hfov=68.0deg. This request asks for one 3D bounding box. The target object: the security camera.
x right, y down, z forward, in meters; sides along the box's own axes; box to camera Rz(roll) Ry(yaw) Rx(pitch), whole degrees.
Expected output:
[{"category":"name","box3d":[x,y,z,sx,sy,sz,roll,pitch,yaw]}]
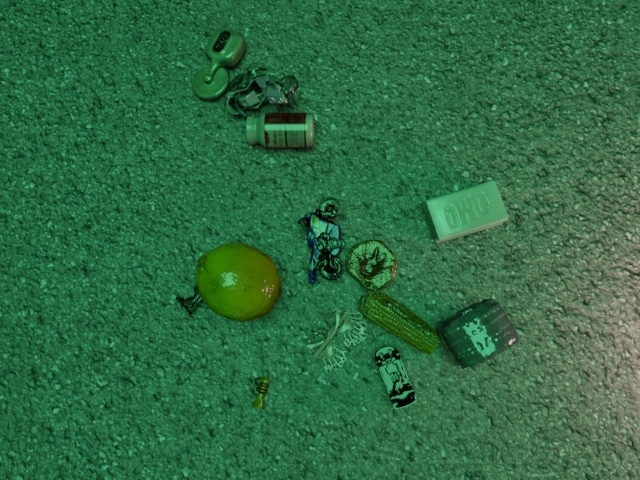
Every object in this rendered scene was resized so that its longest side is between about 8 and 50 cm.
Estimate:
[{"category":"security camera","box3d":[-0.411,-0.701,1.882,0.157,0.080,0.302,23,82,17]}]

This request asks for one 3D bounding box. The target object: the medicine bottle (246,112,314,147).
[{"category":"medicine bottle","box3d":[-0.150,-0.417,1.800,0.250,0.131,0.131,0,79,1]}]

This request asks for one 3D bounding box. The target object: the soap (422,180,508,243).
[{"category":"soap","box3d":[0.528,-0.104,1.742,0.265,0.087,0.160,-16,79,-1]}]

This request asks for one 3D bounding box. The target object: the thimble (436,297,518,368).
[{"category":"thimble","box3d":[0.527,0.309,1.605,0.236,0.205,0.172,-28,77,-8]}]

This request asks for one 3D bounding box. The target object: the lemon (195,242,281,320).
[{"category":"lemon","box3d":[-0.283,0.141,1.621,0.322,0.268,0.268,29,81,-20]}]

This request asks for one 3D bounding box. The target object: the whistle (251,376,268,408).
[{"category":"whistle","box3d":[-0.214,0.535,1.677,0.046,0.057,0.109,26,66,-38]}]

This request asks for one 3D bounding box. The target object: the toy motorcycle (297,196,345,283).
[{"category":"toy motorcycle","box3d":[0.000,0.000,1.732,0.168,0.113,0.315,-2,87,12]}]

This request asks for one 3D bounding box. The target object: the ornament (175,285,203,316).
[{"category":"ornament","box3d":[-0.417,0.188,1.724,0.203,0.088,0.081,-34,100,-16]}]

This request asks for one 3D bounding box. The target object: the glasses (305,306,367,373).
[{"category":"glasses","box3d":[0.065,0.342,1.672,0.162,0.095,0.255,38,85,0]}]

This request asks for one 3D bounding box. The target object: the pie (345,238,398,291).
[{"category":"pie","box3d":[0.190,0.084,1.738,0.195,0.046,0.195,0,78,1]}]

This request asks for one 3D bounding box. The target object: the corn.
[{"category":"corn","box3d":[0.278,0.280,1.668,0.318,0.115,0.115,33,82,2]}]

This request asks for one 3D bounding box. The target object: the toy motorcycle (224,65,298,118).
[{"category":"toy motorcycle","box3d":[-0.241,-0.554,1.798,0.327,0.143,0.188,14,65,32]}]

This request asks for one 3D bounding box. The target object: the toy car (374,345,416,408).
[{"category":"toy car","box3d":[0.253,0.469,1.637,0.089,0.108,0.210,-22,75,0]}]
